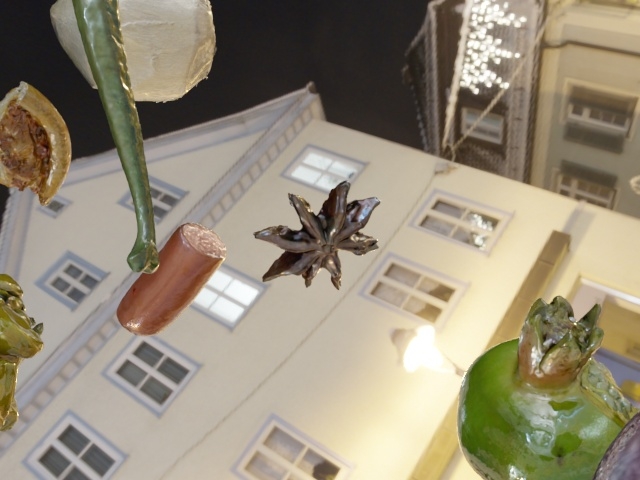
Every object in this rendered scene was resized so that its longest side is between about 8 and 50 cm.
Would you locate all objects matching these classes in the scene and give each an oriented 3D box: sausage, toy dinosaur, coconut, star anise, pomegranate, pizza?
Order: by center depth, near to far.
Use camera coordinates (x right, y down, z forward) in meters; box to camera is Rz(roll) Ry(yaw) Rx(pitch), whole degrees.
[{"bbox_3d":[-0.160,-0.225,0.510,0.447,0.087,0.301,-85,-27,-43],"label":"toy dinosaur"},{"bbox_3d":[0.281,0.200,0.787,0.236,0.236,0.302,-46,-42,-31],"label":"pomegranate"},{"bbox_3d":[-0.484,-0.150,1.043,0.134,0.056,0.271,-15,-31,-38],"label":"pizza"},{"bbox_3d":[-0.316,-0.353,1.052,0.247,0.245,0.245,-11,-58,-29],"label":"coconut"},{"bbox_3d":[-0.287,0.086,1.185,0.259,0.113,0.113,-48,-24,22],"label":"sausage"},{"bbox_3d":[0.000,0.001,1.257,0.288,0.088,0.288,-11,-55,-16],"label":"star anise"}]

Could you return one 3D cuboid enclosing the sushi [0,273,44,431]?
[{"bbox_3d":[-0.447,0.081,0.576,0.329,0.285,0.328,57,-165,-19],"label":"sushi"}]

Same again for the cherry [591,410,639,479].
[{"bbox_3d":[0.292,0.217,0.414,0.236,0.213,0.285,22,-107,-34],"label":"cherry"}]
